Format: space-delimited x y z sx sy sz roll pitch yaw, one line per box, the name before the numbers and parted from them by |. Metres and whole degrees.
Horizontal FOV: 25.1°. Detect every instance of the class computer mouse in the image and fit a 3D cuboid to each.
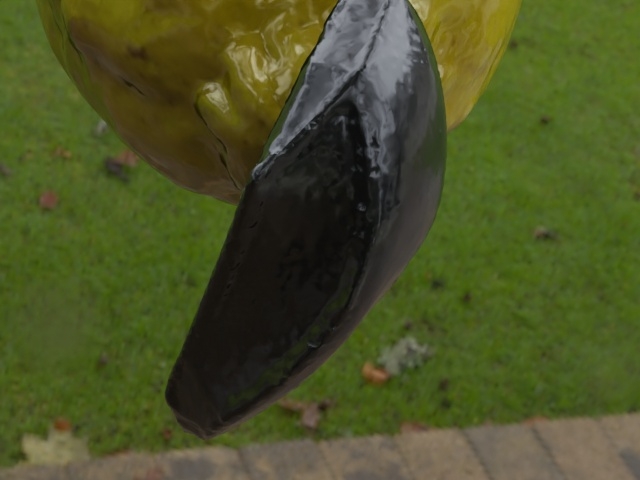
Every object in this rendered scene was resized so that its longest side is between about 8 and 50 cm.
computer mouse | 0.000 0.000 0.448 0.057 0.172 0.099 24 34 -2

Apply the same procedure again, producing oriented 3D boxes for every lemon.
lemon | -0.024 -0.161 0.737 0.285 0.285 0.316 13 76 -9
